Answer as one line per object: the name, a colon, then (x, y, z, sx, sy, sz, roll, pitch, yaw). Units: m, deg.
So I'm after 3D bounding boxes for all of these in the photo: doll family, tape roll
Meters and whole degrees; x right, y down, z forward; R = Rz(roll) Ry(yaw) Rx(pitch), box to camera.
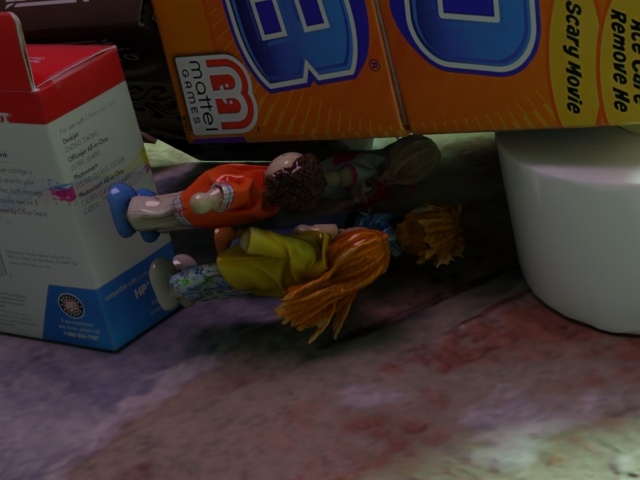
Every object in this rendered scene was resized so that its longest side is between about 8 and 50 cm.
doll family: (0.000, 0.000, 1.236, 0.163, 0.118, 0.263, -9, 3, 28)
tape roll: (0.253, -0.049, 1.182, 0.286, 0.100, 0.286, -12, 21, 5)

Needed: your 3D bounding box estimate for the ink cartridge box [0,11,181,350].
ink cartridge box: (-0.184, -0.052, 1.269, 0.134, 0.231, 0.078, 7, 29, 40)

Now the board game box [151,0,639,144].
board game box: (0.111, -0.288, 1.234, 0.356, 0.357, 0.356, 0, 22, 38)

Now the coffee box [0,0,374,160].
coffee box: (-0.098, -0.153, 1.407, 0.168, 0.119, 0.297, 1, -15, 34)

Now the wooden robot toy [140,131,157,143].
wooden robot toy: (-0.195, -0.049, 1.529, 0.173, 0.076, 0.079, -38, -3, -46)
